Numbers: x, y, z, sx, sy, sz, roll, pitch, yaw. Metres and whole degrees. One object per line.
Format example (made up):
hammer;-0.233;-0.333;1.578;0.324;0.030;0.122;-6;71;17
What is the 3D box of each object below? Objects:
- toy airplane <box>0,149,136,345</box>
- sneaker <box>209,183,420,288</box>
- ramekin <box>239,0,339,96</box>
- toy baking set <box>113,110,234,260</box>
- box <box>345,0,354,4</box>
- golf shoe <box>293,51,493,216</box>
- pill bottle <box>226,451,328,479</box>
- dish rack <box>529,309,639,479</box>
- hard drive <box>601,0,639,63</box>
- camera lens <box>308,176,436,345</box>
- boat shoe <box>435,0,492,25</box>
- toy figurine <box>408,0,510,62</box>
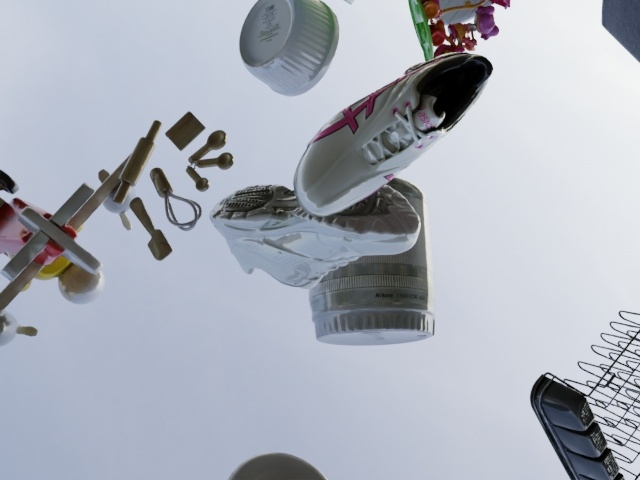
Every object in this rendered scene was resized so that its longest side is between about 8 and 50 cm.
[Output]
toy airplane;-0.483;0.019;1.128;0.386;0.272;0.384;-26;-143;12
sneaker;0.000;0.000;0.657;0.232;0.115;0.090;4;-143;31
ramekin;-0.073;-0.409;1.267;0.109;0.207;0.207;15;-145;-46
toy baking set;-0.247;-0.100;1.004;0.197;0.030;0.256;17;-107;30
box;-0.059;-0.537;1.041;0.262;0.126;0.231;41;-160;21
golf shoe;0.055;-0.089;0.490;0.186;0.086;0.067;-42;-79;-12
pill bottle;-0.079;0.369;0.724;0.136;0.245;0.136;16;-144;-13
dish rack;0.417;0.192;0.827;0.271;0.208;0.074;-41;-154;-18
hard drive;0.359;-0.287;0.628;0.054;0.254;0.172;-19;-126;-1
camera lens;0.087;0.036;1.093;0.220;0.219;0.274;2;-107;-10
boat shoe;0.348;-0.554;1.200;0.121;0.335;0.119;44;-157;-2
toy figurine;0.251;-0.380;1.076;0.159;0.173;0.130;-18;-153;6
